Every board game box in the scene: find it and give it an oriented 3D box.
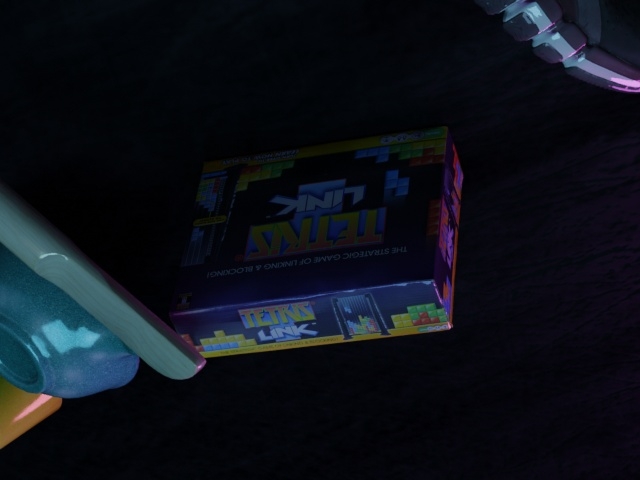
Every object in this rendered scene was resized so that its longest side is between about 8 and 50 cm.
[{"bbox_3d":[0.000,0.000,1.046,0.170,0.141,0.048,-8,132,16],"label":"board game box"}]

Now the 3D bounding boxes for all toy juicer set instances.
[{"bbox_3d":[-0.201,0.022,1.104,0.209,0.089,0.329,52,146,-9],"label":"toy juicer set"}]

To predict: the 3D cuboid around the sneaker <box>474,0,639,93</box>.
[{"bbox_3d":[0.130,-0.202,0.859,0.281,0.106,0.162,35,126,-22],"label":"sneaker"}]
